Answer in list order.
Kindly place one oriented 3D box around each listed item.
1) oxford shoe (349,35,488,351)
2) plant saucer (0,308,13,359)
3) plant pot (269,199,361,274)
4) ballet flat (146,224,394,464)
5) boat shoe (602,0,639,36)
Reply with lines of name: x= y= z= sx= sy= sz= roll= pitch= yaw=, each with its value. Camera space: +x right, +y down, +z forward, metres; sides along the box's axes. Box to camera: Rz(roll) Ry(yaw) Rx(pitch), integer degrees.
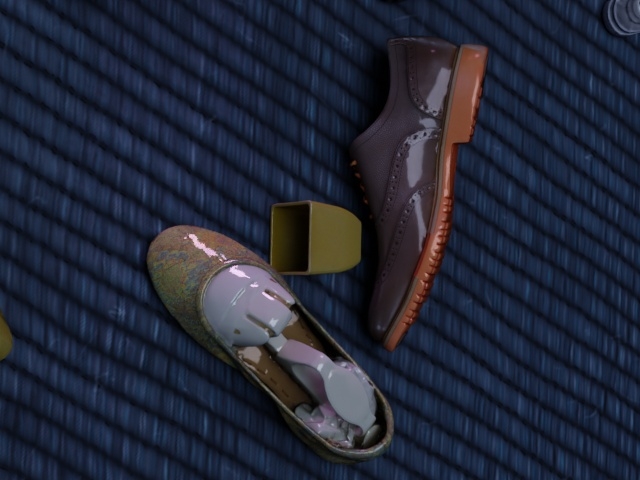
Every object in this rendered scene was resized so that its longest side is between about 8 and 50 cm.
oxford shoe: x=0.092 y=-0.056 z=1.607 sx=0.132 sy=0.130 sz=0.364 roll=13 pitch=87 yaw=6
plant saucer: x=-0.490 y=0.022 z=1.316 sx=0.332 sy=0.081 sz=0.333 roll=-24 pitch=98 yaw=-24
plant pot: x=0.000 y=0.000 z=1.561 sx=0.083 sy=0.081 sz=0.081 roll=3 pitch=86 yaw=-34
ballet flat: x=-0.042 y=0.113 z=1.514 sx=0.348 sy=0.123 sz=0.123 roll=49 pitch=69 yaw=-16
boat shoe: x=0.471 y=-0.321 z=1.808 sx=0.226 sy=0.076 sz=0.083 roll=-32 pitch=102 yaw=-24
